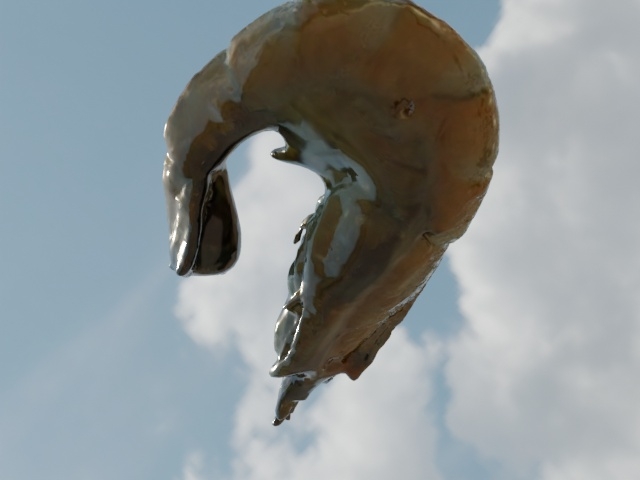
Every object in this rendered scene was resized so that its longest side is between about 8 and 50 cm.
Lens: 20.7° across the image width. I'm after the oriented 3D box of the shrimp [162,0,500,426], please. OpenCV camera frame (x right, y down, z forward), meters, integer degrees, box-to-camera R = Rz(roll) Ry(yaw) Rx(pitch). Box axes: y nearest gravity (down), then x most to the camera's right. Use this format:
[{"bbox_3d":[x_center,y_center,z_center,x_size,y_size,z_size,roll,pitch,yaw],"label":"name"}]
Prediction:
[{"bbox_3d":[-0.014,-0.009,0.818,0.145,0.059,0.254,28,-52,-7],"label":"shrimp"}]
